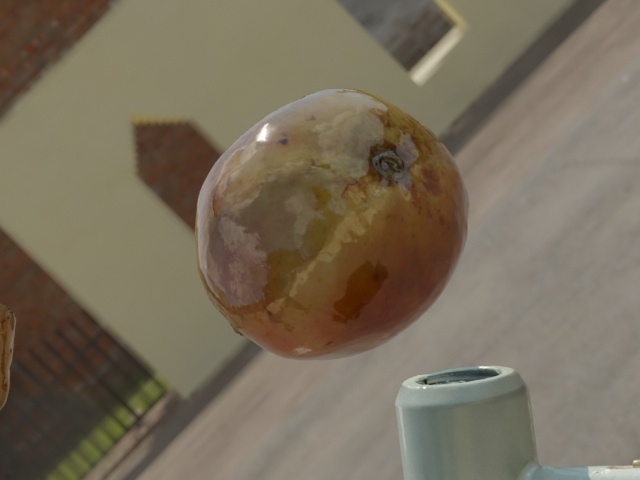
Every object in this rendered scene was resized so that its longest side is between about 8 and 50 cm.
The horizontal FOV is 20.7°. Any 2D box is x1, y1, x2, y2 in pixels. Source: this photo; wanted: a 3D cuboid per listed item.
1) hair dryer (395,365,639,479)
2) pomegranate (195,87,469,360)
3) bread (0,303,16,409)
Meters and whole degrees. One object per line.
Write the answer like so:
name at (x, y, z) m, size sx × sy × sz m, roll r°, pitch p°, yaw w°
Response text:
hair dryer at (0.231, 0.179, 1.315) m, size 0.357 × 0.173 × 0.107 m, roll -5°, pitch 6°, yaw 26°
pomegranate at (0.000, 0.000, 1.600) m, size 0.252 × 0.229 × 0.270 m, roll -43°, pitch -5°, yaw -47°
bread at (-0.296, 0.116, 1.223) m, size 0.260 × 0.129 × 0.134 m, roll 151°, pitch 120°, yaw -62°
